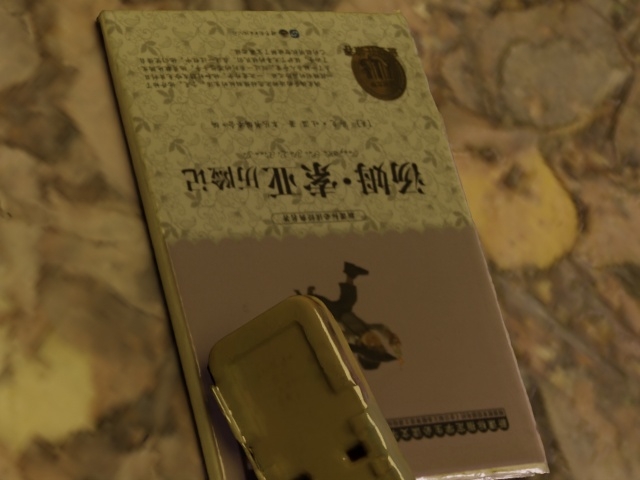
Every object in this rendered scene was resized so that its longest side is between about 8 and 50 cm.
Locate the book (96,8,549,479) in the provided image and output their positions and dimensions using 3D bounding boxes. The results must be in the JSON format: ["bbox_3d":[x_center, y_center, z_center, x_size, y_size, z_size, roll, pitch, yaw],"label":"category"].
[{"bbox_3d":[0.000,0.000,0.656,0.127,0.014,0.181,-2,65,-32],"label":"book"}]

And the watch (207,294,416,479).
[{"bbox_3d":[-0.008,0.151,0.511,0.165,0.102,0.268,-10,70,-49],"label":"watch"}]
